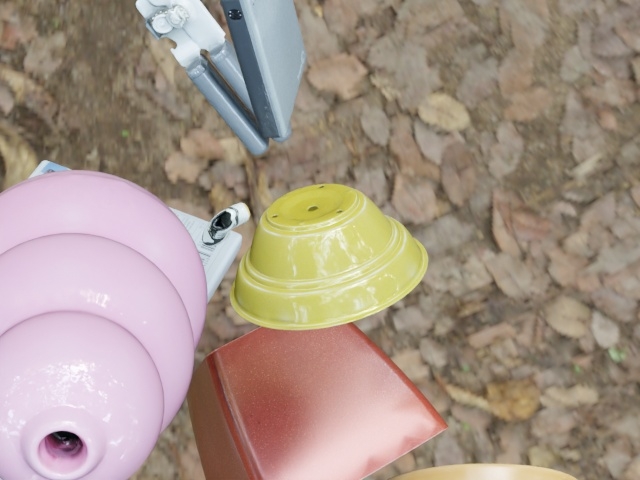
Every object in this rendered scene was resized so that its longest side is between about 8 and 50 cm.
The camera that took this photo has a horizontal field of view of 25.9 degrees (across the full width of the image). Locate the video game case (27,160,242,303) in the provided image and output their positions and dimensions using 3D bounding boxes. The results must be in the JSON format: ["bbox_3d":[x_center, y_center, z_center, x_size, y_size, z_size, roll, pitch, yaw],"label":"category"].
[{"bbox_3d":[-0.296,0.048,1.779,0.300,0.329,0.036,21,133,7],"label":"video game case"}]

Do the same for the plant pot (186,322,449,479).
[{"bbox_3d":[-0.036,0.232,1.841,0.267,0.267,0.236,-27,81,-23],"label":"plant pot"}]

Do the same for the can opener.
[{"bbox_3d":[-0.136,-0.236,1.816,0.074,0.093,0.280,-28,116,19],"label":"can opener"}]

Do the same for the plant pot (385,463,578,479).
[{"bbox_3d":[0.212,0.436,1.871,0.291,0.203,0.291,0,156,0],"label":"plant pot"}]

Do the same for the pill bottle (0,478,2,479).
[{"bbox_3d":[-0.330,0.160,1.308,0.153,0.264,0.153,5,78,-25],"label":"pill bottle"}]

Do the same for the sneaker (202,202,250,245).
[{"bbox_3d":[-0.123,-0.019,1.679,0.083,0.037,0.032,-40,76,37],"label":"sneaker"}]

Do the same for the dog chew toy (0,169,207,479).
[{"bbox_3d":[-0.182,0.076,1.027,0.206,0.332,0.207,-3,112,-7],"label":"dog chew toy"}]

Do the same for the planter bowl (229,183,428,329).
[{"bbox_3d":[0.000,0.000,1.468,0.217,0.217,0.090,-13,116,0],"label":"planter bowl"}]

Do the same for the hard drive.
[{"bbox_3d":[-0.040,-0.155,1.015,0.022,0.094,0.135,1,140,14],"label":"hard drive"}]
